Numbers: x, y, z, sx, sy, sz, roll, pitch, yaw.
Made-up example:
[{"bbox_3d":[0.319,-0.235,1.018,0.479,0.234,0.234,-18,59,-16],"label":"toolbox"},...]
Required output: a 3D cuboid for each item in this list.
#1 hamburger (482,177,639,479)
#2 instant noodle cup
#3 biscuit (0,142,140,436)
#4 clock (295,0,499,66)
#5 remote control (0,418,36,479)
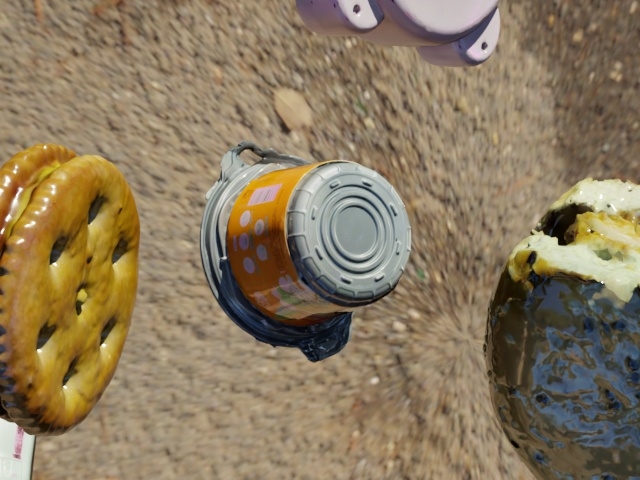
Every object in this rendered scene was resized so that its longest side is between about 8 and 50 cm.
[{"bbox_3d":[0.291,0.106,1.233,0.318,0.195,0.277,11,125,19],"label":"hamburger"},{"bbox_3d":[0.000,0.000,1.413,0.208,0.125,0.177,52,59,-15],"label":"instant noodle cup"},{"bbox_3d":[-0.202,0.038,1.208,0.066,0.220,0.220,9,87,17],"label":"biscuit"},{"bbox_3d":[0.091,-0.344,1.567,0.113,0.295,0.322,6,89,45],"label":"clock"},{"bbox_3d":[-0.317,0.229,1.609,0.065,0.029,0.166,17,61,-25],"label":"remote control"}]
